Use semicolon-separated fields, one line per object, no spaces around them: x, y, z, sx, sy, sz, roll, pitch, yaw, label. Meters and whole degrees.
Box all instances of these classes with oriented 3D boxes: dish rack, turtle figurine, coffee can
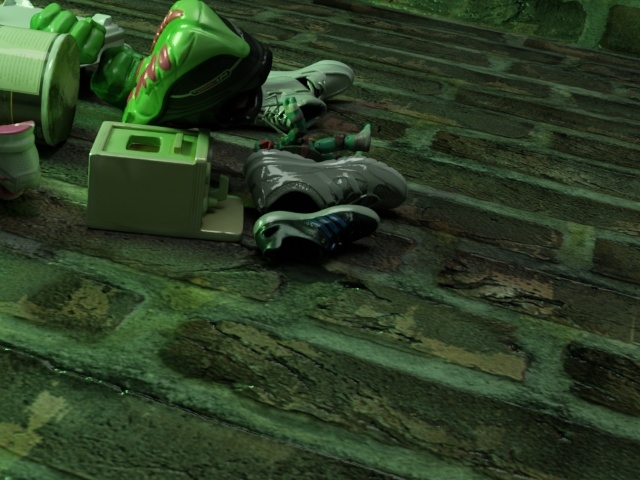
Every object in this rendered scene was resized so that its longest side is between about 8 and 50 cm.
-0.590;-0.441;2.033;0.332;0.072;0.285;13;24;13;dish rack
-0.032;-0.174;1.758;0.234;0.118;0.175;7;-16;-7;turtle figurine
-0.580;-0.280;1.694;0.275;0.202;0.201;8;24;-1;coffee can

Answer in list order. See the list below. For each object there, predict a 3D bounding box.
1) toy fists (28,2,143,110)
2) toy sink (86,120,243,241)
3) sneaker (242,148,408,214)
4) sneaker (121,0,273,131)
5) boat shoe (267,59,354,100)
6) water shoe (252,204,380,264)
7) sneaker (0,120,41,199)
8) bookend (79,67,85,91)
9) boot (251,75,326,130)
-0.422;-0.345;1.851;0.279;0.096;0.142;37;-13;-28;toy fists
-0.228;-0.096;1.493;0.234;0.131;0.153;6;25;-6;toy sink
0.011;-0.069;1.596;0.281;0.105;0.115;3;55;-17;sneaker
-0.208;-0.231;1.612;0.202;0.185;0.483;20;-12;-16;sneaker
-0.030;-0.331;2.142;0.258;0.095;0.084;-16;37;-24;boat shoe
0.000;0.000;1.459;0.203;0.073;0.080;-6;49;-20;water shoe
-0.503;-0.115;1.492;0.103;0.111;0.252;-18;13;-32;sneaker
-0.593;-0.366;2.035;0.156;0.072;0.157;-7;28;-32;bookend
-0.104;-0.267;1.958;0.258;0.095;0.123;-22;45;-39;boot
